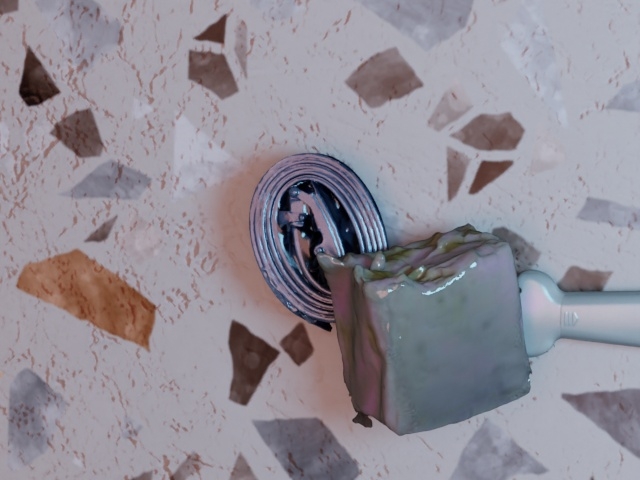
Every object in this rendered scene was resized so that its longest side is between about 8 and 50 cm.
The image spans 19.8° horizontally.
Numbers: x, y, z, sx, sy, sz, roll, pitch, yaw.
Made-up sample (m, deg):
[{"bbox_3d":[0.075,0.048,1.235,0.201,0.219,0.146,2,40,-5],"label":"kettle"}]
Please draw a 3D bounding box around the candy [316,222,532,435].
[{"bbox_3d":[0.107,0.091,1.871,0.185,0.137,0.195,-15,111,-18],"label":"candy"}]

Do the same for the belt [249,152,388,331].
[{"bbox_3d":[0.000,0.000,1.954,0.141,0.082,0.190,-22,92,4],"label":"belt"}]

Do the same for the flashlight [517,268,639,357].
[{"bbox_3d":[0.286,0.078,1.922,0.200,0.047,0.093,2,99,9],"label":"flashlight"}]
